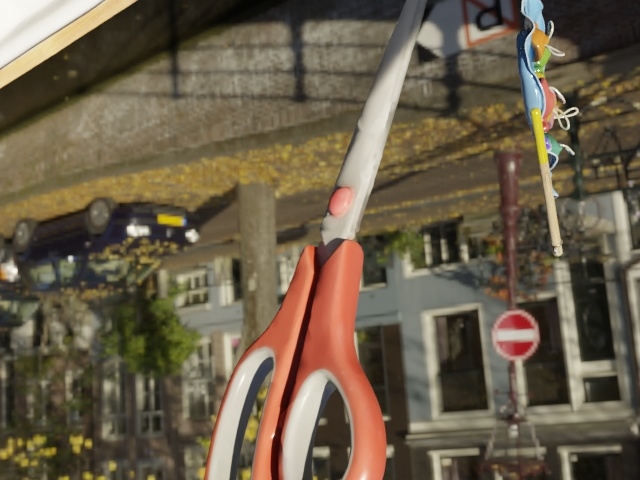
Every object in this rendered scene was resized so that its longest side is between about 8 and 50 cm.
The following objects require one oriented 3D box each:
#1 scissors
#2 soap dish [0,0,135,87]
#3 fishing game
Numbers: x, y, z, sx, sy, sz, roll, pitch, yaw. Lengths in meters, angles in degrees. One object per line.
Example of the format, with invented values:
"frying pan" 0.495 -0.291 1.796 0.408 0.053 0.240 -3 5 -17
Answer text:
"scissors" 0.000 0.000 0.431 0.021 0.297 0.109 26 149 -34
"soap dish" -0.304 -0.328 0.884 0.229 0.291 0.118 -24 -175 25
"fishing game" 0.190 -0.129 0.737 0.041 0.189 0.264 -7 -146 17
